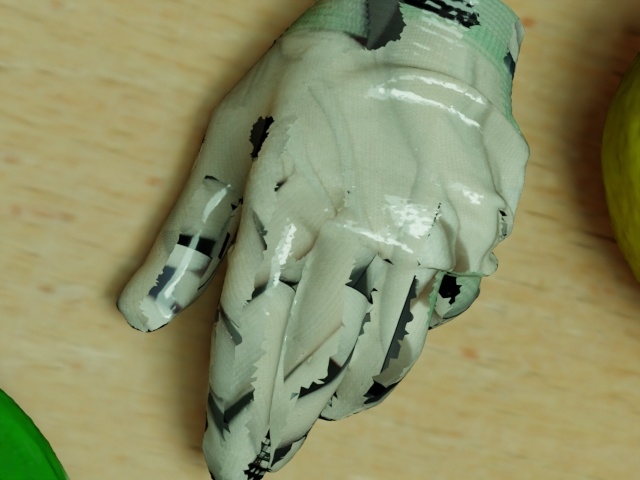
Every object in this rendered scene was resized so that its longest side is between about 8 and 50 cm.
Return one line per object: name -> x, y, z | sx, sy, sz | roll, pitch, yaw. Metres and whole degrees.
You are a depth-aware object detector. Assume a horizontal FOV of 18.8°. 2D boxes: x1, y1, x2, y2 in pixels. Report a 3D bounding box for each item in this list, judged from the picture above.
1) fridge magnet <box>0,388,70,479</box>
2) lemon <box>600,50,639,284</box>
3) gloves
fridge magnet -> -0.189, 0.134, 0.718 | 0.208, 0.088, 0.208 | -1, 92, -18
lemon -> 0.211, -0.025, 0.798 | 0.180, 0.180, 0.193 | -14, 88, -17
gloves -> 0.005, 0.000, 0.769 | 0.127, 0.111, 0.212 | 23, 78, -23
